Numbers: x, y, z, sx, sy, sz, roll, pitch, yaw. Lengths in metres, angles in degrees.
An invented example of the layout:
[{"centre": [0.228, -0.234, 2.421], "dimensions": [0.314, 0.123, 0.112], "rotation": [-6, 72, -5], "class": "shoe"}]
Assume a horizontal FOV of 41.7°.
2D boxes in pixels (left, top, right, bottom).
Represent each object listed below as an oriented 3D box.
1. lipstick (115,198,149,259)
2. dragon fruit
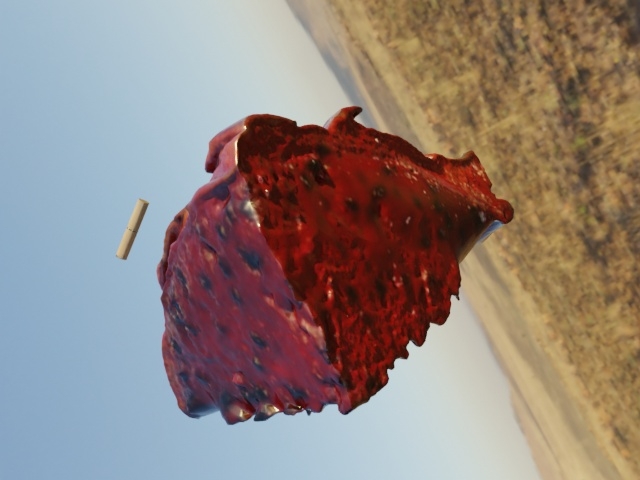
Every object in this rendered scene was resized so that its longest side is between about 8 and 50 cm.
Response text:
[{"centre": [-0.277, -0.017, 1.239], "dimensions": [0.019, 0.094, 0.019], "rotation": [24, -168, -5], "class": "lipstick"}, {"centre": [-0.006, -0.008, 0.776], "dimensions": [0.286, 0.329, 0.228], "rotation": [-24, 100, 53], "class": "dragon fruit"}]
